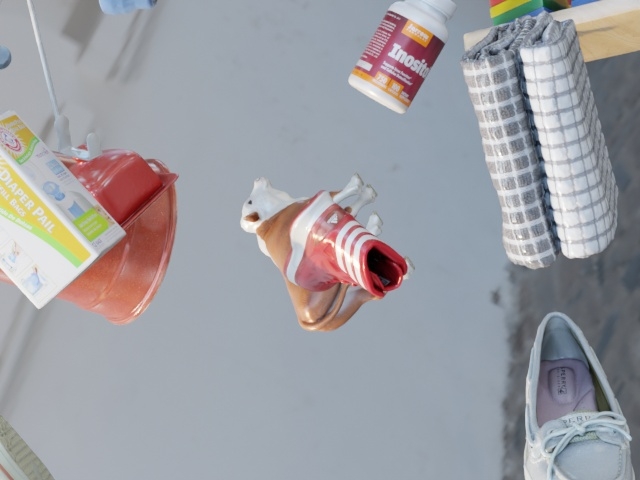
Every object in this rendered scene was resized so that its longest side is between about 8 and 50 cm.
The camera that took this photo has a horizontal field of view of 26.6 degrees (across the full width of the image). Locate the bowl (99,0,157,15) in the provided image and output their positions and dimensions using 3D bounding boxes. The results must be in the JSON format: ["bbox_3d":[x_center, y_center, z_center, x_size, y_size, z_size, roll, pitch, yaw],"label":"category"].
[{"bbox_3d":[-0.268,-0.520,1.948,0.391,0.077,0.391,-178,90,-87],"label":"bowl"}]

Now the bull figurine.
[{"bbox_3d":[0.000,0.000,1.866,0.188,0.101,0.310,-35,42,9],"label":"bull figurine"}]

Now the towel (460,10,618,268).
[{"bbox_3d":[0.236,-0.117,1.467,0.121,0.235,0.283,-13,13,16],"label":"towel"}]

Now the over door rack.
[{"bbox_3d":[-0.407,-0.203,1.480,0.108,0.324,0.239,-6,18,44],"label":"over door rack"}]

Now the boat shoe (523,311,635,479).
[{"bbox_3d":[0.284,0.198,1.525,0.320,0.118,0.103,-79,-17,-64],"label":"boat shoe"}]

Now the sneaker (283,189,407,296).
[{"bbox_3d":[0.030,0.037,1.545,0.087,0.128,0.221,-48,-16,-11],"label":"sneaker"}]

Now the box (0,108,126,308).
[{"bbox_3d":[-0.344,-0.039,1.576,0.103,0.203,0.114,-40,5,16],"label":"box"}]

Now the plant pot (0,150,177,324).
[{"bbox_3d":[-0.402,-0.025,2.086,0.272,0.265,0.272,-25,58,49],"label":"plant pot"}]

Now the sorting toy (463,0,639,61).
[{"bbox_3d":[0.360,-0.317,1.889,0.255,0.257,0.089,-10,84,28],"label":"sorting toy"}]

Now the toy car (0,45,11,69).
[{"bbox_3d":[-0.467,-0.213,1.581,0.149,0.188,0.155,132,162,-80],"label":"toy car"}]

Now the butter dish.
[{"bbox_3d":[-0.313,-0.083,1.916,0.160,0.118,0.160,1,38,42],"label":"butter dish"}]

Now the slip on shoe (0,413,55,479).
[{"bbox_3d":[-0.338,0.310,1.500,0.101,0.331,0.123,-28,44,-5],"label":"slip on shoe"}]

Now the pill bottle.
[{"bbox_3d":[0.107,-0.244,1.705,0.152,0.086,0.086,-60,16,4],"label":"pill bottle"}]
